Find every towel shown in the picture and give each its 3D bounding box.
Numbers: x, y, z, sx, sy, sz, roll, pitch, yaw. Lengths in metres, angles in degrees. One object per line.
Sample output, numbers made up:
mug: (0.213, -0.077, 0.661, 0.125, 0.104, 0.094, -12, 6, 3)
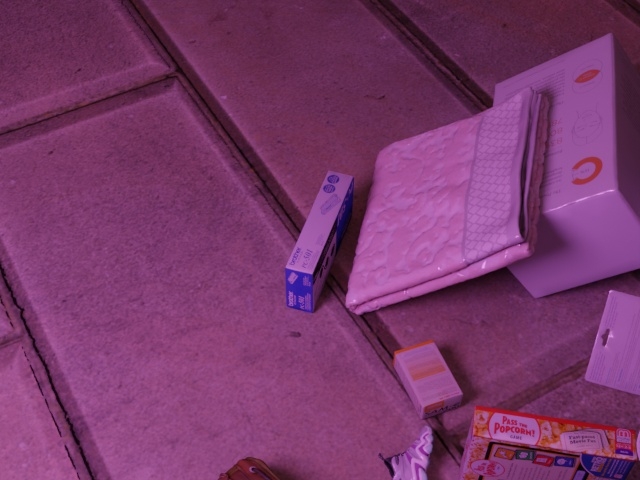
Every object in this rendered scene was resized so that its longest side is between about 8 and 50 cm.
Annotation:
towel: (0.187, -0.064, 1.411, 0.317, 0.053, 0.331, -22, 38, 36)

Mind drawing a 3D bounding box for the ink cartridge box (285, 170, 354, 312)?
ink cartridge box: (0.000, 0.000, 1.438, 0.046, 0.097, 0.207, 14, 50, 11)

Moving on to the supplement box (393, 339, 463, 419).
supplement box: (0.149, 0.194, 1.313, 0.062, 0.036, 0.098, -15, 51, -14)

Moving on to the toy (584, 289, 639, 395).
toy: (0.507, 0.160, 1.316, 0.237, 0.136, 0.056, 15, 11, 14)

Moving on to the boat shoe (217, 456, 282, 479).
boat shoe: (-0.004, 0.361, 1.119, 0.307, 0.110, 0.104, 29, 56, 22)

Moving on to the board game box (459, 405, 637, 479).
board game box: (0.278, 0.276, 1.173, 0.194, 0.146, 0.045, 8, 50, 5)

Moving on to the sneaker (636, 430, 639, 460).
sneaker: (0.507, 0.325, 1.132, 0.127, 0.182, 0.315, -33, 79, 23)

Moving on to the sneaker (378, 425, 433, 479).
sneaker: (0.111, 0.283, 1.235, 0.069, 0.038, 0.098, 10, 49, 6)

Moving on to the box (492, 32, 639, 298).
box: (0.388, -0.116, 1.437, 0.215, 0.168, 0.345, -21, 39, 35)
